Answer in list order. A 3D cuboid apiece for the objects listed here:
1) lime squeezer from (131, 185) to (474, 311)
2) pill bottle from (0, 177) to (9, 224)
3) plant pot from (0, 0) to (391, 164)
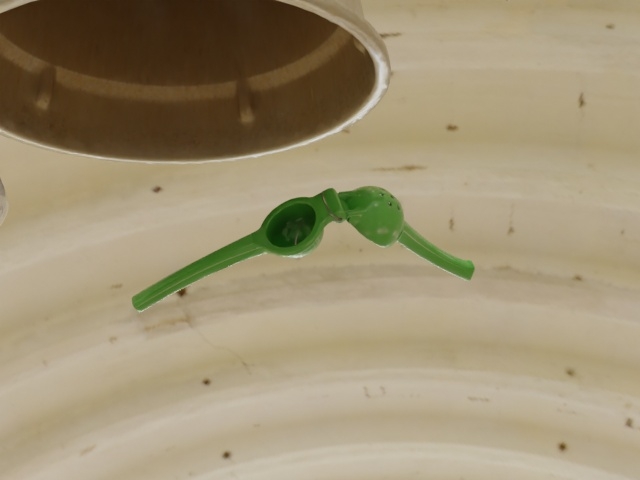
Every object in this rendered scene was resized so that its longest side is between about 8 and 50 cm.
[{"bbox_3d":[0.000,0.000,0.720,0.311,0.058,0.110,-5,-28,-19],"label":"lime squeezer"},{"bbox_3d":[-0.266,-0.106,0.377,0.162,0.162,0.278,-26,-83,-37],"label":"pill bottle"},{"bbox_3d":[-0.120,-0.257,0.686,0.334,0.334,0.305,15,-113,-52],"label":"plant pot"}]
